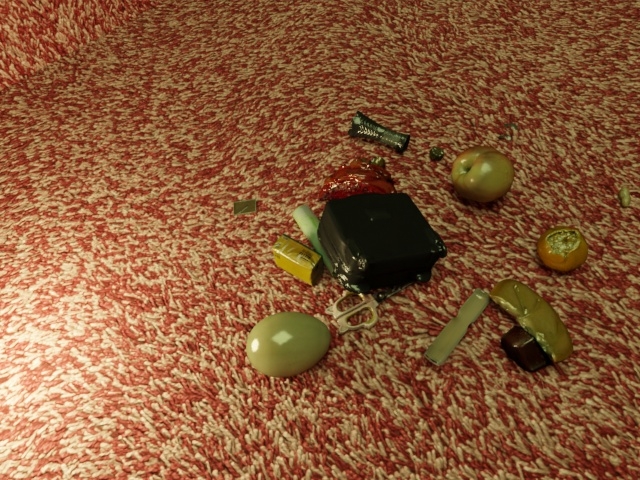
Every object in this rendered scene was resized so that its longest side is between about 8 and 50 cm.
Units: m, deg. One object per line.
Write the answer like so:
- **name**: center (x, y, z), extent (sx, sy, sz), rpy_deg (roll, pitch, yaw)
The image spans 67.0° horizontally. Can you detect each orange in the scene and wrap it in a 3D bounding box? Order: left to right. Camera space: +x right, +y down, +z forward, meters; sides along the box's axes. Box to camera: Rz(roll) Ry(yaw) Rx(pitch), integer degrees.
- **orange**: center (0.784, 0.022, 1.563), extent (0.154, 0.134, 0.155), rpy_deg (-1, 50, 1)

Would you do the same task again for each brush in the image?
- **brush**: center (0.427, 0.267, 1.493), extent (0.060, 0.050, 0.321), rpy_deg (32, 57, 27)

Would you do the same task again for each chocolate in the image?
- **chocolate**: center (0.589, 0.322, 1.400), extent (0.080, 0.125, 0.149), rpy_deg (-38, 63, 1)

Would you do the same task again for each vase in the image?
- **vase**: center (0.240, -0.431, 1.951), extent (0.237, 0.115, 0.115), rpy_deg (25, 62, 16)

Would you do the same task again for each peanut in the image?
- **peanut**: center (1.076, -0.153, 1.707), extent (0.037, 0.037, 0.083), rpy_deg (6, 55, 10)

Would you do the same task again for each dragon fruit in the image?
- **dragon fruit**: center (0.156, -0.246, 1.801), extent (0.317, 0.152, 0.205), rpy_deg (9, 56, 12)

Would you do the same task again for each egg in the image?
- **egg**: center (-0.093, 0.305, 1.434), extent (0.253, 0.189, 0.189), rpy_deg (-7, 55, -11)

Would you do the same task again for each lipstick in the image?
- **lipstick**: center (0.000, 0.000, 1.698), extent (0.076, 0.076, 0.304), rpy_deg (-28, 58, -12)

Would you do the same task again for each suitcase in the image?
- **suitcase**: center (0.188, -0.008, 1.577), extent (0.345, 0.188, 0.339), rpy_deg (-9, 52, -21)

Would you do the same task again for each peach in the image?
- **peach**: center (0.589, -0.228, 1.733), extent (0.232, 0.232, 0.232), rpy_deg (-3, 56, 4)

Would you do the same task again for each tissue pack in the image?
- **tissue pack**: center (-0.075, 0.068, 1.632), extent (0.169, 0.120, 0.082), rpy_deg (29, 62, 22)

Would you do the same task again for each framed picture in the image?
- **framed picture**: center (-0.290, -0.128, 1.855), extent (0.089, 0.007, 0.066), rpy_deg (-9, 56, 0)

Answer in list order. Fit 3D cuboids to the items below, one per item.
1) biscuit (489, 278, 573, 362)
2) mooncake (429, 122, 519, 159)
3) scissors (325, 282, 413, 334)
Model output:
- **biscuit**: center (0.650, 0.229, 1.467), extent (0.154, 0.045, 0.299), rpy_deg (-17, 50, -27)
- **mooncake**: center (0.602, -0.382, 1.909), extent (0.346, 0.057, 0.150), rpy_deg (-33, 72, -8)
- **scissors**: center (0.176, 0.193, 1.579), extent (0.317, 0.024, 0.160), rpy_deg (-26, 57, -14)
